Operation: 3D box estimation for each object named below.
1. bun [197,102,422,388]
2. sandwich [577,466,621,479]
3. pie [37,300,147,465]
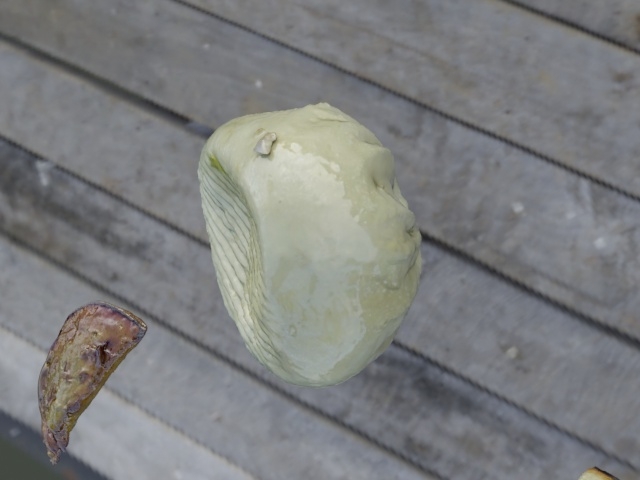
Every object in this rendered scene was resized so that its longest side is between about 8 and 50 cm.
[{"bbox_3d":[0.000,0.000,1.129,0.259,0.160,0.259,168,90,-73],"label":"bun"},{"bbox_3d":[0.278,0.300,1.108,0.193,0.058,0.162,34,141,32],"label":"sandwich"},{"bbox_3d":[-0.241,0.126,1.299,0.088,0.033,0.191,50,117,33],"label":"pie"}]
